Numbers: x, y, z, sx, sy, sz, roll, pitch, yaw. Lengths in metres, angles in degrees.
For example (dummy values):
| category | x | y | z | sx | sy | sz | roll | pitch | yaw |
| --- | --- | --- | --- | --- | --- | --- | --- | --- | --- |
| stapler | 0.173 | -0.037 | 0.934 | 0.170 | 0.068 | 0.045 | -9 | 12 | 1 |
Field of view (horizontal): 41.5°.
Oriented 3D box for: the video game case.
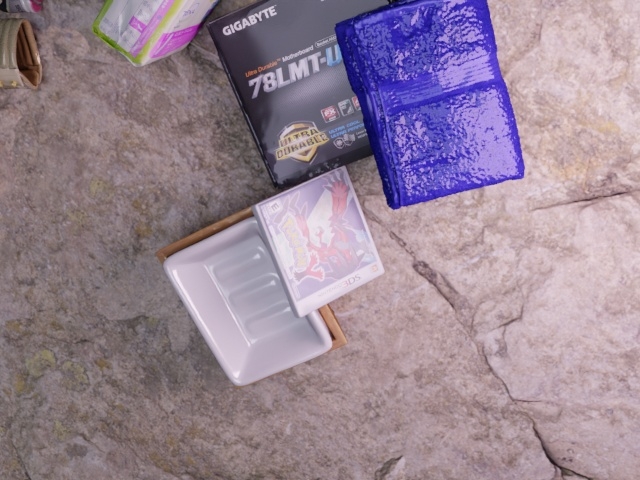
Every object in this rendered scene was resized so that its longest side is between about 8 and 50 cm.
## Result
| category | x | y | z | sx | sy | sz | roll | pitch | yaw |
| --- | --- | --- | --- | --- | --- | --- | --- | --- | --- |
| video game case | 0.000 | 0.000 | 1.402 | 0.184 | 0.023 | 0.201 | -26 | 101 | -27 |

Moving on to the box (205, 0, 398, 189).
| category | x | y | z | sx | sy | sz | roll | pitch | yaw |
| --- | --- | --- | --- | --- | --- | --- | --- | --- | --- |
| box | 0.008 | -0.267 | 1.353 | 0.296 | 0.073 | 0.293 | -18 | 105 | 15 |

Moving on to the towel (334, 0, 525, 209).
| category | x | y | z | sx | sy | sz | roll | pitch | yaw |
| --- | --- | --- | --- | --- | --- | --- | --- | --- | --- |
| towel | 0.167 | -0.209 | 1.270 | 0.228 | 0.076 | 0.308 | -14 | 106 | 12 |

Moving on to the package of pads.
| category | x | y | z | sx | sy | sz | roll | pitch | yaw |
| --- | --- | --- | --- | --- | --- | --- | --- | --- | --- |
| package of pads | -0.195 | -0.406 | 1.257 | 0.101 | 0.229 | 0.296 | 39 | 111 | -4 |

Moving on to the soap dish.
| category | x | y | z | sx | sy | sz | roll | pitch | yaw |
| --- | --- | --- | --- | --- | --- | --- | --- | --- | --- |
| soap dish | -0.115 | 0.091 | 1.475 | 0.229 | 0.118 | 0.290 | -25 | 102 | 18 |

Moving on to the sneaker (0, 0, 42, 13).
| category | x | y | z | sx | sy | sz | roll | pitch | yaw |
| --- | --- | --- | --- | --- | --- | --- | --- | --- | --- |
| sneaker | -0.525 | -0.451 | 1.391 | 0.075 | 0.063 | 0.170 | -14 | 111 | 9 |

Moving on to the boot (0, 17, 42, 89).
| category | x | y | z | sx | sy | sz | roll | pitch | yaw |
| --- | --- | --- | --- | --- | --- | --- | --- | --- | --- |
| boot | -0.587 | -0.260 | 1.457 | 0.204 | 0.095 | 0.261 | 7 | 106 | 7 |
